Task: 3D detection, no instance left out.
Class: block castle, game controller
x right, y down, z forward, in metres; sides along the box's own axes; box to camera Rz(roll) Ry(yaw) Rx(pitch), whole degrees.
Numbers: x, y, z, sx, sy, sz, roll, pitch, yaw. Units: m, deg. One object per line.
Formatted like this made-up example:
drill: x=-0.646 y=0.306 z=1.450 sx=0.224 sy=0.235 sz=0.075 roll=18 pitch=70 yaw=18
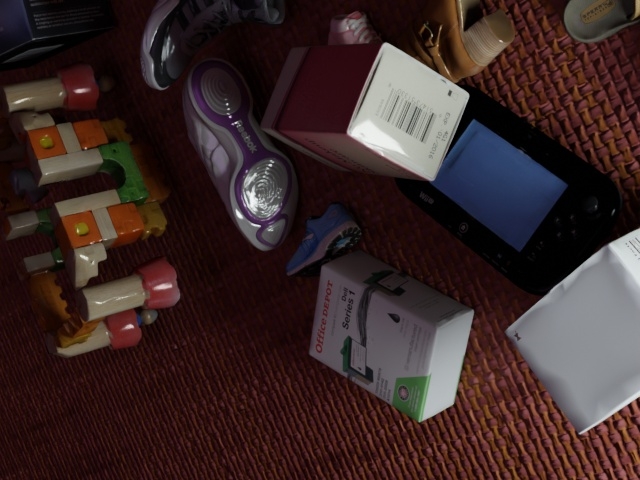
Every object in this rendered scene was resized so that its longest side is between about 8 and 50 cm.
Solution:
block castle: x=-0.401 y=-0.051 z=2.123 sx=0.303 sy=0.212 sz=0.453 roll=-42 pitch=68 yaw=56
game controller: x=0.223 y=-0.066 z=1.542 sx=0.166 sy=0.067 sz=0.319 roll=-49 pitch=49 yaw=2

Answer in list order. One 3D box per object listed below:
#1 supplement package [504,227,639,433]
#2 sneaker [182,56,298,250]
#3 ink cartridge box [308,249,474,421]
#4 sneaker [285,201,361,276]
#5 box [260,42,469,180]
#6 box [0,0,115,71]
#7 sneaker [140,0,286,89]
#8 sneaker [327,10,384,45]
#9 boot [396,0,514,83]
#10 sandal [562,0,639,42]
supplement package: x=0.364 y=0.086 z=1.426 sx=0.149 sy=0.203 sz=0.194 roll=55 pitch=135 yaw=14
sneaker: x=-0.126 y=-0.132 z=1.915 sx=0.305 sy=0.114 sz=0.152 roll=69 pitch=162 yaw=-6
ink cartridge box: x=0.096 y=0.133 z=1.783 sx=0.219 sy=0.092 sz=0.160 roll=27 pitch=122 yaw=34
sneaker: x=0.000 y=0.000 z=1.865 sx=0.162 sy=0.063 sz=0.073 roll=-44 pitch=56 yaw=39
box: x=0.052 y=-0.166 z=1.607 sx=0.232 sy=0.148 sz=0.127 roll=11 pitch=77 yaw=60
box: x=-0.536 y=-0.456 z=2.119 sx=0.296 sy=0.182 sz=0.294 roll=-12 pitch=95 yaw=45
sneaker: x=-0.145 y=-0.321 z=1.789 sx=0.153 sy=0.101 sz=0.269 roll=28 pitch=89 yaw=25
sneaker: x=0.060 y=-0.271 z=1.698 sx=0.134 sy=0.051 sz=0.070 roll=27 pitch=128 yaw=40
boot: x=0.148 y=-0.296 z=1.593 sx=0.152 sy=0.073 sz=0.197 roll=-31 pitch=80 yaw=50
sandal: x=0.349 y=-0.292 z=1.404 sx=0.219 sy=0.060 sz=0.090 roll=-30 pitch=83 yaw=46
